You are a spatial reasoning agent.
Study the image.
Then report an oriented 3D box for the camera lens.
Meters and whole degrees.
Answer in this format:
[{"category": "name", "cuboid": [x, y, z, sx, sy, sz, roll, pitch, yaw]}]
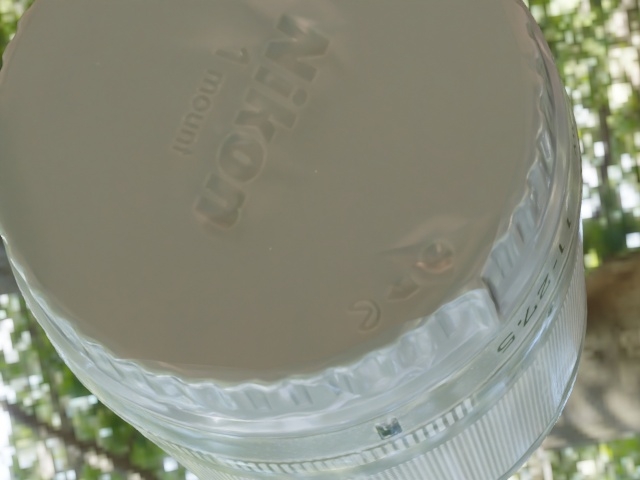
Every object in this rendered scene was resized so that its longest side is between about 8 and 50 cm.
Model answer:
[{"category": "camera lens", "cuboid": [0.000, 0.000, 0.672, 0.219, 0.219, 0.274, -8, 160, 8]}]
